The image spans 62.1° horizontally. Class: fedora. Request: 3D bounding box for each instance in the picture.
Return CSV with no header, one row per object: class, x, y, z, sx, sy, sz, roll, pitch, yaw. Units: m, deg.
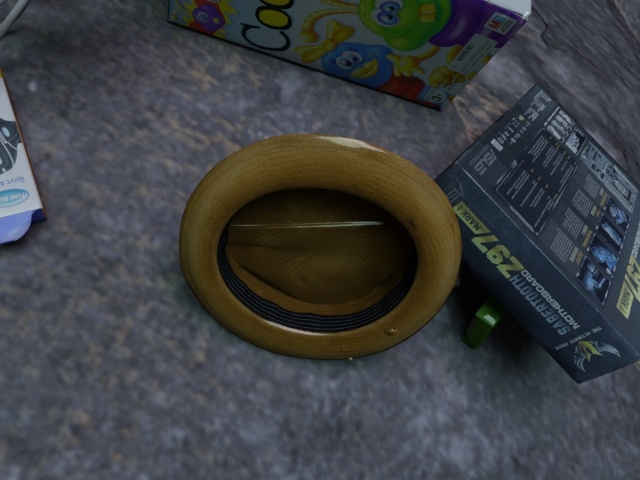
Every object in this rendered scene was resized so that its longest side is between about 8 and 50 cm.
fedora,0.000,0.000,0.387,0.194,0.194,0.079,21,28,-10

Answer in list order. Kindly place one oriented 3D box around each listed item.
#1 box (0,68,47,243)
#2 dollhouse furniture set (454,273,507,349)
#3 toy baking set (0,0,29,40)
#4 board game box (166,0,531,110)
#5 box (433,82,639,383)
box,-0.250,-0.054,0.373,0.081,0.028,0.136,-17,79,-23
dollhouse furniture set,0.091,0.021,0.458,0.152,0.058,0.076,38,70,20
toy baking set,-0.178,-0.212,0.376,0.030,0.197,0.256,40,56,-36
board game box,0.022,-0.246,0.465,0.275,0.142,0.144,15,68,-13
box,0.200,-0.024,0.451,0.183,0.059,0.233,46,45,3
